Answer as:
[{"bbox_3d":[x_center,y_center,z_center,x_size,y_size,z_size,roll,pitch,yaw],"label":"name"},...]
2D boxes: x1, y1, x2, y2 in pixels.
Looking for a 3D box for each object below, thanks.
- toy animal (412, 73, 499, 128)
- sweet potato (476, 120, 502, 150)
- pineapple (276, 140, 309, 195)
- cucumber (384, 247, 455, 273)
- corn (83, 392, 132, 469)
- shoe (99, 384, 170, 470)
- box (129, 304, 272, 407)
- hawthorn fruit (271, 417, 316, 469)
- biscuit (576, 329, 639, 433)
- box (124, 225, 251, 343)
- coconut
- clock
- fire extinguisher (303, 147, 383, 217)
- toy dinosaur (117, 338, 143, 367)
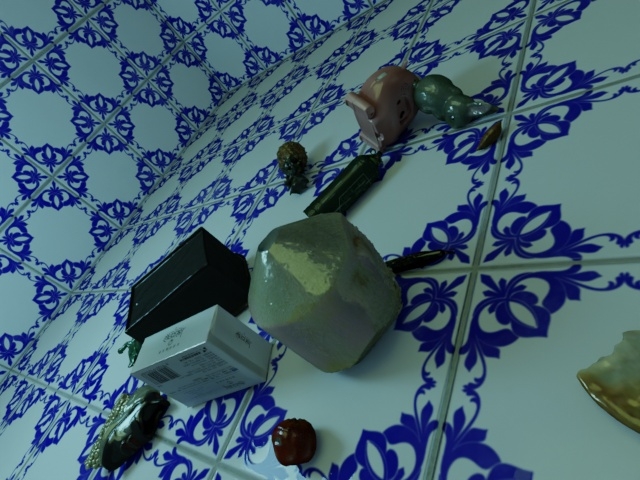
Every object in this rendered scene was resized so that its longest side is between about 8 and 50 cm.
[{"bbox_3d":[0.377,-0.383,1.203,0.127,0.125,0.251,-24,45,-19],"label":"toy animal"},{"bbox_3d":[0.431,-0.262,1.074,0.095,0.034,0.034,-52,31,7],"label":"sweet potato"},{"bbox_3d":[-0.099,-0.272,1.595,0.128,0.128,0.248,-32,39,17],"label":"pineapple"},{"bbox_3d":[0.218,0.045,0.949,0.163,0.043,0.038,-17,78,38],"label":"cucumber"},{"bbox_3d":[-0.580,0.546,1.210,0.087,0.087,0.210,-3,57,46],"label":"corn"},{"bbox_3d":[-0.497,0.507,1.148,0.112,0.099,0.227,-4,48,36],"label":"shoe"},{"bbox_3d":[-0.293,0.296,1.060,0.274,0.203,0.116,-27,36,26],"label":"box"},{"bbox_3d":[-0.049,0.388,0.809,0.093,0.093,0.093,-29,35,22],"label":"hawthorn fruit"},{"bbox_3d":[0.502,0.148,0.507,0.309,0.040,0.204,-39,32,8],"label":"biscuit"},{"bbox_3d":[-0.410,0.167,1.337,0.345,0.204,0.251,-40,32,6],"label":"box"},{"bbox_3d":[-0.003,0.090,0.879,0.298,0.309,0.297,-28,35,22],"label":"coconut"},{"bbox_3d":[0.225,-0.420,1.318,0.241,0.227,0.142,-42,57,-4],"label":"clock"},{"bbox_3d":[0.086,-0.166,1.286,0.311,0.095,0.114,-46,2,-2],"label":"fire extinguisher"},{"bbox_3d":[-0.645,0.334,1.525,0.120,0.079,0.292,-31,36,9],"label":"toy dinosaur"}]
